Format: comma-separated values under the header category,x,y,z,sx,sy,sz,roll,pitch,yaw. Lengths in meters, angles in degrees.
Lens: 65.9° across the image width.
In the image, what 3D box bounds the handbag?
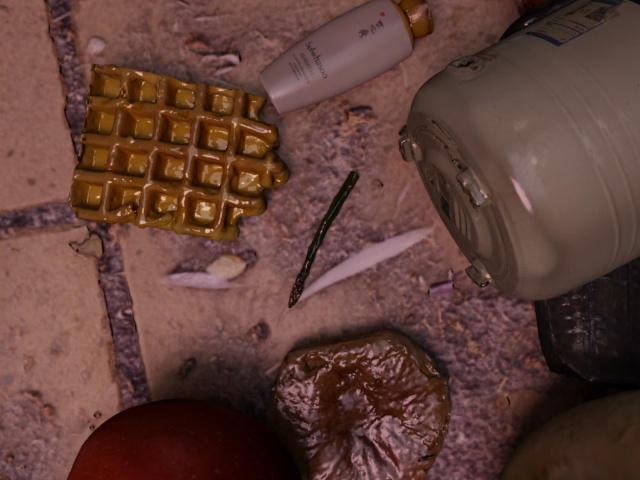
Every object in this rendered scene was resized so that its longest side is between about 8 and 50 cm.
category,x,y,z,sx,sy,sz,roll,pitch,yaw
handbag,0.339,0.066,0.495,0.271,0.088,0.175,7,80,5

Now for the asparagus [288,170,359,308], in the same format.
category,x,y,z,sx,sy,sz,roll,pitch,yaw
asparagus,0.000,0.000,0.528,0.016,0.016,0.162,26,91,-18

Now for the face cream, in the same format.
category,x,y,z,sx,sy,sz,roll,pitch,yaw
face cream,0.026,-0.192,0.505,0.182,0.051,0.072,-27,87,1

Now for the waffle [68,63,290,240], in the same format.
category,x,y,z,sx,sy,sz,roll,pitch,yaw
waffle,-0.137,-0.082,0.510,0.211,0.055,0.160,11,91,0

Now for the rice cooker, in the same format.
category,x,y,z,sx,sy,sz,roll,pitch,yaw
rice cooker,0.209,-0.083,0.420,0.244,0.226,0.225,-29,90,4

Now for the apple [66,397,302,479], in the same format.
category,x,y,z,sx,sy,sz,roll,pitch,yaw
apple,-0.124,0.252,0.437,0.202,0.218,0.218,21,92,5

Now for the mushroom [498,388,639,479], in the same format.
category,x,y,z,sx,sy,sz,roll,pitch,yaw
mushroom,0.311,0.276,0.379,0.353,0.260,0.351,18,126,27

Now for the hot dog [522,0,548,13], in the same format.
category,x,y,z,sx,sy,sz,roll,pitch,yaw
hot dog,0.221,-0.270,0.489,0.249,0.076,0.102,47,53,-4

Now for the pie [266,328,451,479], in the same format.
category,x,y,z,sx,sy,sz,roll,pitch,yaw
pie,0.043,0.186,0.516,0.195,0.046,0.194,0,93,1
